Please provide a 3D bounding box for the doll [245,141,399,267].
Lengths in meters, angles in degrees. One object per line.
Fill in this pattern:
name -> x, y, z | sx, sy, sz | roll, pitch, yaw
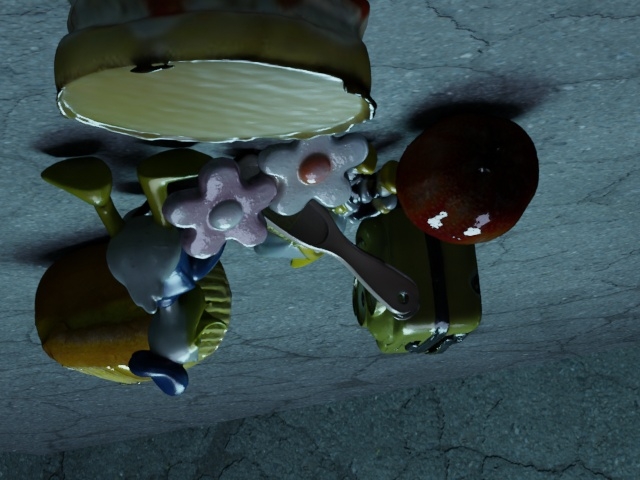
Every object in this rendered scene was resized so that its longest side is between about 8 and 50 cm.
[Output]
doll -> -0.009, -0.040, 2.226 | 0.146, 0.103, 0.316 | 9, 154, -35

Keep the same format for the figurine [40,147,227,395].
figurine -> -0.214, 0.036, 2.154 | 0.205, 0.338, 0.283 | -1, -159, 6

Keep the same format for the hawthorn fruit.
hawthorn fruit -> 0.174, -0.070, 2.068 | 0.169, 0.169, 0.188 | -1, 164, -21

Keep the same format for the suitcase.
suitcase -> 0.123, 0.039, 2.311 | 0.143, 0.234, 0.194 | -3, 166, -12

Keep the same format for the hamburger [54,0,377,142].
hamburger -> -0.073, -0.195, 1.397 | 0.261, 0.186, 0.303 | 10, 169, -44

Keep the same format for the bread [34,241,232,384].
bread -> -0.283, 0.103, 2.465 | 0.288, 0.204, 0.156 | -10, 171, 32

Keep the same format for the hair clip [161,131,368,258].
hair clip -> -0.063, -0.067, 2.008 | 0.257, 0.075, 0.146 | -30, 139, -16

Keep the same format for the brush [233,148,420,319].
brush -> 0.000, -0.001, 2.151 | 0.313, 0.072, 0.067 | 37, 156, -17
